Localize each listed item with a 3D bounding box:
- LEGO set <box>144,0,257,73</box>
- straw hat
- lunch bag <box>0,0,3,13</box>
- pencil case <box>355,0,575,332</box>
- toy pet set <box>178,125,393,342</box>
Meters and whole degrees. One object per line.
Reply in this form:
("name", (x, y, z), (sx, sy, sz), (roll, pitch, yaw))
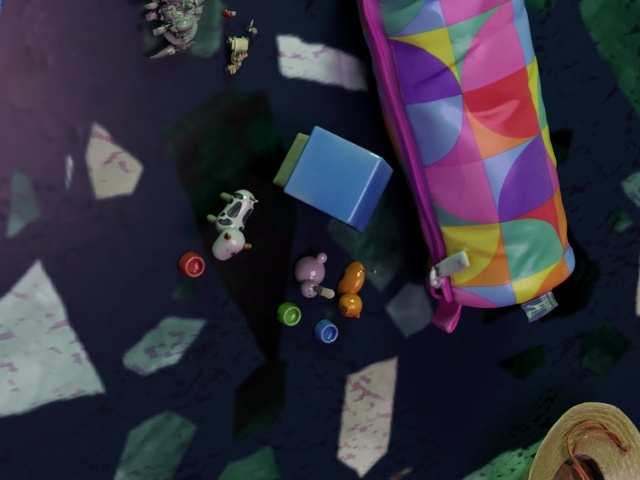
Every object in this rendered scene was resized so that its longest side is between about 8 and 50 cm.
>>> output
("LEGO set", (-0.068, -0.122, 0.649), (0.083, 0.023, 0.054), (7, 100, -31))
("straw hat", (0.174, 0.187, 0.853), (0.144, 0.061, 0.145), (2, 86, -35))
("lunch bag", (-0.302, -0.039, 0.415), (0.327, 0.239, 0.386), (10, 89, -30))
("pencil case", (0.087, -0.067, 0.711), (0.104, 0.104, 0.236), (-25, 113, -22))
("toy pet set", (0.000, 0.000, 0.698), (0.122, 0.065, 0.114), (27, 90, -33))
